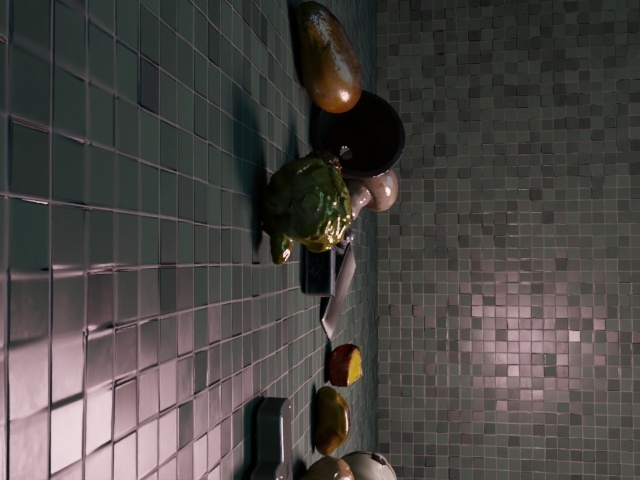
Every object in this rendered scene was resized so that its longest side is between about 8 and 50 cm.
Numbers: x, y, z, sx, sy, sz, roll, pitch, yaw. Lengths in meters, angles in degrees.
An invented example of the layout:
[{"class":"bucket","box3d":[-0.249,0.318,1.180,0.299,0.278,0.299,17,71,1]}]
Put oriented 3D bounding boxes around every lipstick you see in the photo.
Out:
[{"class":"lipstick","box3d":[0.000,0.000,1.833,0.076,0.078,0.289,47,42,-75]}]

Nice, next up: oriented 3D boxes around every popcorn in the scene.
[{"class":"popcorn","box3d":[-0.037,-0.054,1.379,0.198,0.212,0.198,48,-4,5]}]

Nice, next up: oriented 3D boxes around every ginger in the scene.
[{"class":"ginger","box3d":[0.015,0.608,1.743,0.138,0.152,0.267,62,4,22]}]

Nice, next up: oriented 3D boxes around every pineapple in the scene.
[{"class":"pineapple","box3d":[-0.009,-0.121,1.674,0.237,0.119,0.111,-76,149,-52]}]

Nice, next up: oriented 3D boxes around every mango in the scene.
[{"class":"mango","box3d":[0.011,-0.458,1.766,0.316,0.146,0.192,60,27,-42]}]

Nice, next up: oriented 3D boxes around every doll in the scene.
[{"class":"doll","box3d":[0.070,-0.013,2.275,0.180,0.079,0.093,-115,-172,-83]}]

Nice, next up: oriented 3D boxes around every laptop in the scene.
[{"class":"laptop","box3d":[0.058,0.157,2.163,0.187,0.015,0.268,72,35,-63]}]

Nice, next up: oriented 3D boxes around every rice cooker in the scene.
[{"class":"rice cooker","box3d":[0.120,0.756,2.101,0.244,0.226,0.225,-43,132,-80]}]

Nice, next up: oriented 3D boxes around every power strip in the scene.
[{"class":"power strip","box3d":[-0.092,0.440,1.325,0.193,0.059,0.264,-11,100,-84]}]

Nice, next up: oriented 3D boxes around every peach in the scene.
[{"class":"peach","box3d":[0.067,0.393,2.176,0.172,0.093,0.127,-53,138,-55]}]

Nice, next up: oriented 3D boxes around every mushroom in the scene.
[{"class":"mushroom","box3d":[0.130,-0.173,2.327,0.243,0.244,0.243,0,90,-80]}]

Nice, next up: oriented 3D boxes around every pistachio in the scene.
[{"class":"pistachio","box3d":[0.035,0.494,1.948,0.110,0.100,0.189,27,62,-75]}]

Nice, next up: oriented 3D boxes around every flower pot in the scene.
[{"class":"flower pot","box3d":[0.088,-0.274,1.998,0.166,0.269,0.268,130,-36,-69]}]

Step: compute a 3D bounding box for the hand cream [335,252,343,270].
[{"class":"hand cream","box3d":[0.062,0.076,2.302,0.256,0.055,0.088,60,37,-82]}]
